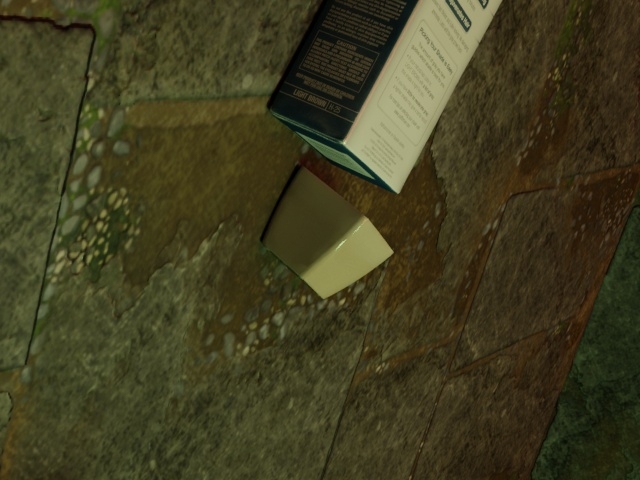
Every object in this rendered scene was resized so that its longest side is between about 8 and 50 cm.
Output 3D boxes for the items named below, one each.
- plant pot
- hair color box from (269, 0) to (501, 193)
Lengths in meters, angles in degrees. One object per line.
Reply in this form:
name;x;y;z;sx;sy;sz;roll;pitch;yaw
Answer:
plant pot;0.000;0.000;1.391;0.096;0.109;0.109;-48;151;-4
hair color box;0.096;-0.243;1.339;0.347;0.105;0.174;-61;153;-3
